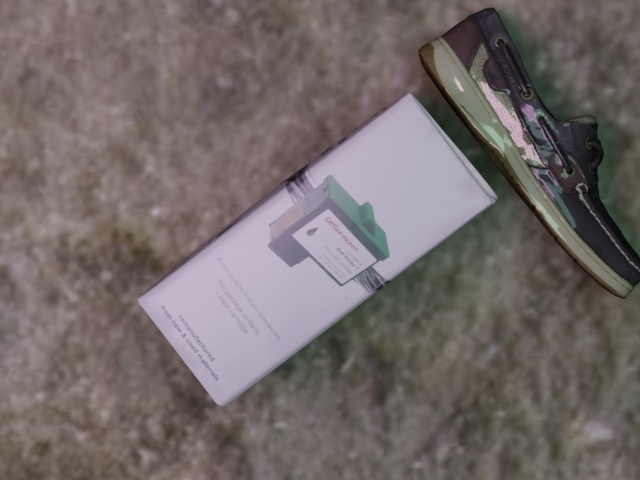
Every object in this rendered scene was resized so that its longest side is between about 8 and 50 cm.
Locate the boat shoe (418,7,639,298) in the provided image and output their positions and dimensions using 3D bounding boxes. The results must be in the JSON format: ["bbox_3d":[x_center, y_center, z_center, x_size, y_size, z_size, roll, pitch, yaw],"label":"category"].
[{"bbox_3d":[0.159,-0.062,1.029,0.073,0.080,0.223,-39,88,9],"label":"boat shoe"}]

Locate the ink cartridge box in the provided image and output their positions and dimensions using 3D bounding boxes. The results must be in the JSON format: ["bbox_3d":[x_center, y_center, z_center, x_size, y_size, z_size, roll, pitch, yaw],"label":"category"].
[{"bbox_3d":[0.000,0.000,0.999,0.219,0.160,0.093,-38,93,3],"label":"ink cartridge box"}]
